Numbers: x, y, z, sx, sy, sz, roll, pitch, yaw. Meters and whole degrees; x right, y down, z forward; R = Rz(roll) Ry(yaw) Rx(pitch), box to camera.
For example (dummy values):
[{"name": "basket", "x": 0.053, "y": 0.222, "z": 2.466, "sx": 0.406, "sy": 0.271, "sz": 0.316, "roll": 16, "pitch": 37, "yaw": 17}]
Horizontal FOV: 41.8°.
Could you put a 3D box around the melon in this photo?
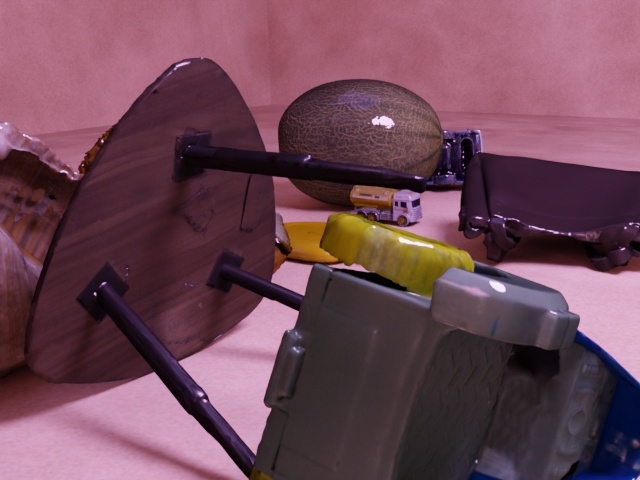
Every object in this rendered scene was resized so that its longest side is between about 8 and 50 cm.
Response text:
[{"name": "melon", "x": 0.075, "y": -0.181, "z": 1.543, "sx": 0.302, "sy": 0.237, "sz": 0.237, "roll": -1, "pitch": 14, "yaw": 6}]

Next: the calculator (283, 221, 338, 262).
[{"name": "calculator", "x": 0.000, "y": 0.000, "z": 1.254, "sx": 0.235, "sy": 0.032, "sz": 0.146, "roll": 7, "pitch": 17, "yaw": 37}]

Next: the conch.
[{"name": "conch", "x": -0.312, "y": 0.022, "z": 0.849, "sx": 0.186, "sy": 0.263, "sz": 0.324, "roll": -11, "pitch": -27, "yaw": 36}]

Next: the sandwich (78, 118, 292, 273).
[{"name": "sandwich", "x": -0.172, "y": -0.060, "z": 1.114, "sx": 0.273, "sy": 0.095, "sz": 0.249, "roll": 36, "pitch": 9, "yaw": -11}]

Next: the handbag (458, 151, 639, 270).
[{"name": "handbag", "x": 0.343, "y": -0.038, "z": 1.210, "sx": 0.285, "sy": 0.113, "sz": 0.257, "roll": 9, "pitch": 22, "yaw": 11}]

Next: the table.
[{"name": "table", "x": -0.042, "y": 0.025, "z": 0.716, "sx": 0.249, "sy": 0.317, "sz": 0.317, "roll": 24, "pitch": 26, "yaw": 31}]

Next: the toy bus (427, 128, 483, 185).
[{"name": "toy bus", "x": 0.210, "y": -0.168, "z": 1.710, "sx": 0.234, "sy": 0.116, "sz": 0.133, "roll": -2, "pitch": 4, "yaw": 8}]

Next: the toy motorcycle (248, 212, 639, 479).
[{"name": "toy motorcycle", "x": 0.115, "y": 0.106, "z": 0.574, "sx": 0.200, "sy": 0.191, "sz": 0.326, "roll": 19, "pitch": 6, "yaw": 34}]

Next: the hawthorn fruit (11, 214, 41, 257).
[{"name": "hawthorn fruit", "x": -0.347, "y": 0.001, "z": 1.016, "sx": 0.173, "sy": 0.179, "sz": 0.173, "roll": -24, "pitch": 30, "yaw": 14}]

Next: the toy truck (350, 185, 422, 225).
[{"name": "toy truck", "x": 0.111, "y": -0.062, "z": 1.425, "sx": 0.123, "sy": 0.063, "sz": 0.052, "roll": 6, "pitch": 16, "yaw": 30}]
